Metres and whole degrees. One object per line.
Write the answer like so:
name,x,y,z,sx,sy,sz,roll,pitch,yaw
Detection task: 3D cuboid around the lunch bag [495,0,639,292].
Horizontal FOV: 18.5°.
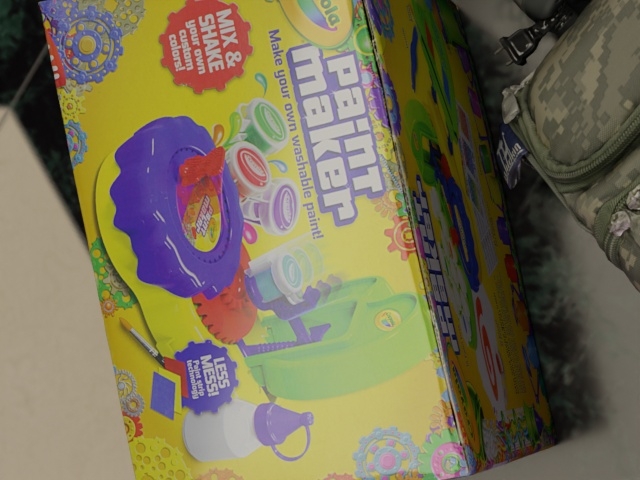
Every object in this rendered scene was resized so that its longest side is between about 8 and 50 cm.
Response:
lunch bag,0.262,-0.092,1.069,0.305,0.213,0.256,-52,47,20

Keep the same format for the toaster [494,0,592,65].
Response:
toaster,0.146,-0.228,1.167,0.227,0.129,0.146,-47,73,11

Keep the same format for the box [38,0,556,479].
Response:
box,0.000,0.000,1.115,0.177,0.279,0.290,-14,83,14
